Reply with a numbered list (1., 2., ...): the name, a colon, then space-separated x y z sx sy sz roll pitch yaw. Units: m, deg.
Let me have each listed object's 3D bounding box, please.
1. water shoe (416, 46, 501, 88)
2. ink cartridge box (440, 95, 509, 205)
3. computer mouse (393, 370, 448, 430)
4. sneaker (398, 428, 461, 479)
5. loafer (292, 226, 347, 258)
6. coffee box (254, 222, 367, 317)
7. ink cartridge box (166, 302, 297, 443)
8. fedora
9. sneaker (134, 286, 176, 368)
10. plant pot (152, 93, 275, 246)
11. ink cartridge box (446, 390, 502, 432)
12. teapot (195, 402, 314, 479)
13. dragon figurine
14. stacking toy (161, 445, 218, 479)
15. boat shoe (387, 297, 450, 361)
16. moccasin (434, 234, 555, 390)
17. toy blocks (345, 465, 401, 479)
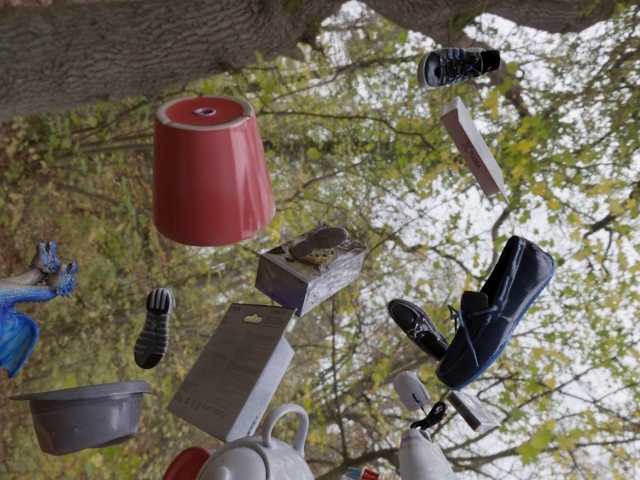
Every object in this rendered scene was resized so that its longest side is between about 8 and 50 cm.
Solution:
1. water shoe: 0.276 -0.349 0.959 0.080 0.203 0.073 17 -54 52
2. ink cartridge box: 0.456 -0.259 1.450 0.296 0.066 0.261 53 30 -17
3. computer mouse: 0.230 0.386 1.205 0.042 0.106 0.193 56 -2 -29
4. sneaker: 0.246 0.489 1.028 0.305 0.114 0.152 54 22 -46
5. loafer: 0.000 0.000 1.028 0.045 0.125 0.039 65 16 -8
6. coffee box: -0.021 0.074 1.380 0.168 0.297 0.119 30 -57 24
7. ink cartridge box: -0.208 0.315 1.210 0.071 0.330 0.324 45 -29 -27
8. fedora: -0.479 0.363 0.991 0.244 0.275 0.125 67 15 -72
9. sneaker: -0.449 0.238 1.366 0.132 0.086 0.229 -118 -136 -84
10. plant pot: -0.232 -0.161 1.032 0.275 0.274 0.243 49 -34 46
11. ink cartridge box: 0.525 0.587 1.661 0.179 0.045 0.145 29 14 -44
12. teapot: -0.134 0.451 0.871 0.256 0.252 0.187 -94 164 -50
13. dragon figurine: -0.443 0.129 0.652 0.085 0.289 0.144 18 -10 30
14. stacking toy: -0.222 0.636 1.103 0.308 0.280 0.130 11 -24 24
15. boat shoe: 0.250 0.224 1.208 0.206 0.075 0.065 44 10 1
16. moccasin: 0.327 0.137 0.986 0.116 0.342 0.137 41 -14 -6
17. toy blocks: 0.128 0.666 1.277 0.148 0.123 0.054 5 -33 27
